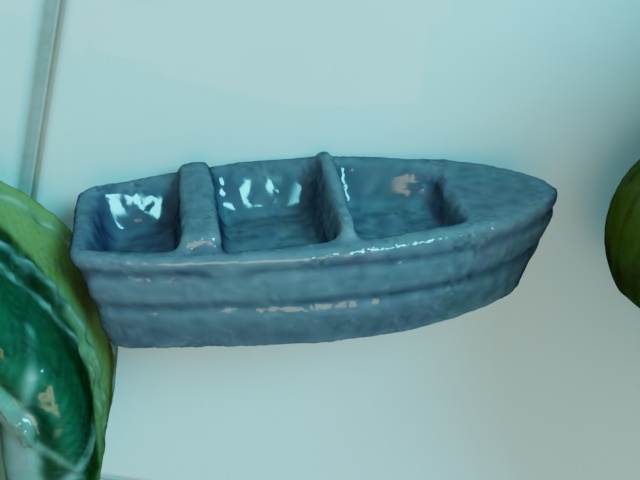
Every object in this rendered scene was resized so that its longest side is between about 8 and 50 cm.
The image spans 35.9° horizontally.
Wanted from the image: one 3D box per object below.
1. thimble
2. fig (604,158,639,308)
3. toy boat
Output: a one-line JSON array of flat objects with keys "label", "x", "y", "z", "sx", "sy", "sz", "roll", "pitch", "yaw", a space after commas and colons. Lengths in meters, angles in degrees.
[{"label": "thimble", "x": -0.253, "y": 0.098, "z": 0.585, "sx": 0.254, "sy": 0.167, "sz": 0.288, "roll": 9, "pitch": 114, "yaw": -9}, {"label": "fig", "x": 0.268, "y": -0.054, "z": 0.592, "sx": 0.149, "sy": 0.149, "sz": 0.245, "roll": 25, "pitch": 96, "yaw": -16}, {"label": "toy boat", "x": 0.000, "y": 0.000, "z": 0.584, "sx": 0.283, "sy": 0.127, "sz": 0.078, "roll": -4, "pitch": 117, "yaw": -6}]
